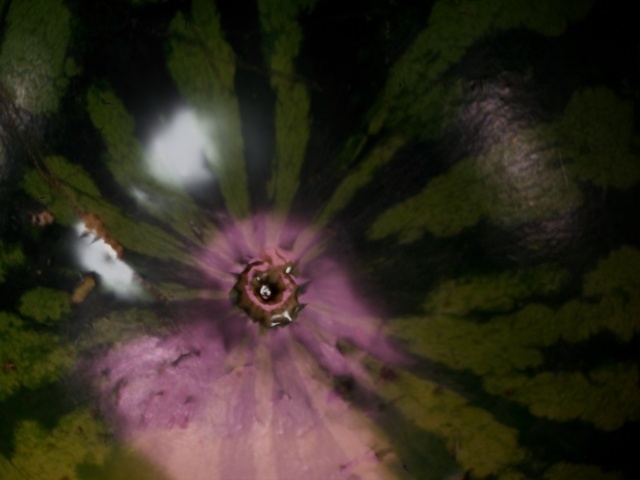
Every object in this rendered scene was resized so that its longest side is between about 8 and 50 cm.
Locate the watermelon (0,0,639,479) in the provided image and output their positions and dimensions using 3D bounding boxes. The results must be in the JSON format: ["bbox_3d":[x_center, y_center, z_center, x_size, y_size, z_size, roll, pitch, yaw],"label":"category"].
[{"bbox_3d":[0.000,0.000,0.633,0.285,0.285,0.285,13,145,9],"label":"watermelon"}]
